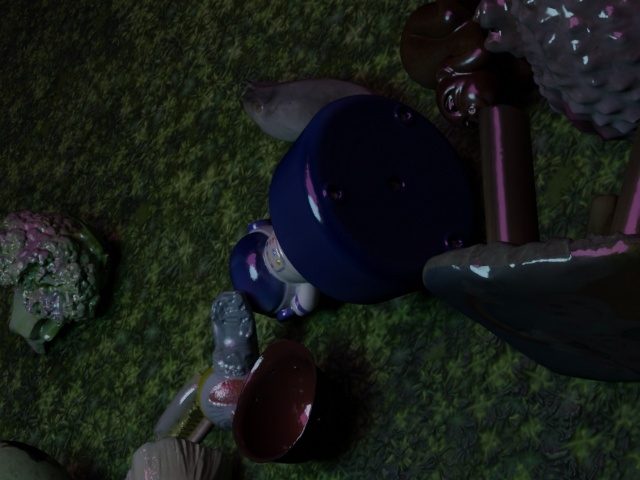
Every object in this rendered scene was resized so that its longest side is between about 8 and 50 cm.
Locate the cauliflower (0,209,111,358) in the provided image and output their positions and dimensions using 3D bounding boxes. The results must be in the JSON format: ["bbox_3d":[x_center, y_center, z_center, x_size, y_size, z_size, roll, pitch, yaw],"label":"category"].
[{"bbox_3d":[-0.493,0.084,2.315,0.256,0.239,0.315,29,110,26],"label":"cauliflower"}]

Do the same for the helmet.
[{"bbox_3d":[-0.032,0.230,1.774,0.155,0.106,0.175,-32,49,29],"label":"helmet"}]

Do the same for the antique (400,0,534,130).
[{"bbox_3d":[0.190,-0.246,1.792,0.143,0.121,0.257,-53,39,23],"label":"antique"}]

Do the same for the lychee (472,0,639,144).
[{"bbox_3d":[0.376,-0.298,1.431,0.432,0.380,0.380,-16,56,18],"label":"lychee"}]

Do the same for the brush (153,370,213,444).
[{"bbox_3d":[-0.246,0.320,1.995,0.313,0.067,0.072,-54,41,14],"label":"brush"}]

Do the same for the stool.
[{"bbox_3d":[0.313,0.000,1.380,0.310,0.310,0.226,-8,58,46],"label":"stool"}]

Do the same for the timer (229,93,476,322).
[{"bbox_3d":[0.000,0.000,1.794,0.383,0.270,0.270,-36,44,49],"label":"timer"}]

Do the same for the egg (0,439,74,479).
[{"bbox_3d":[-0.489,0.494,1.989,0.288,0.288,0.379,-26,66,36],"label":"egg"}]

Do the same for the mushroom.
[{"bbox_3d":[0.004,-0.194,1.983,0.351,0.097,0.109,15,81,48],"label":"mushroom"}]

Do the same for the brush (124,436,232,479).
[{"bbox_3d":[-0.213,0.428,1.833,0.266,0.174,0.166,-68,24,19],"label":"brush"}]

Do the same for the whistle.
[{"bbox_3d":[-0.119,0.182,1.847,0.123,0.123,0.223,19,118,50],"label":"whistle"}]
